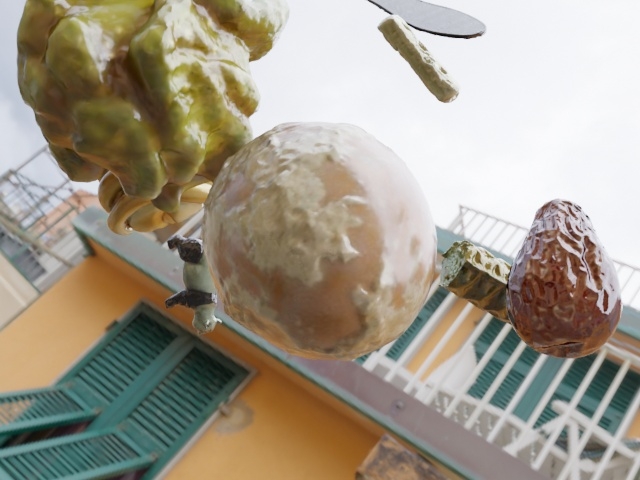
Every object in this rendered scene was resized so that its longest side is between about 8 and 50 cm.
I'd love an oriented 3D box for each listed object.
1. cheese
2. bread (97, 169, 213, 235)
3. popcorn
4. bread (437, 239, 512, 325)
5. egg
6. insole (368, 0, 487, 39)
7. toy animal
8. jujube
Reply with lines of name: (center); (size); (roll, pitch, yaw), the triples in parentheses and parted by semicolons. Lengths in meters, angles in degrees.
cheese: (0.176, -0.323, 1.231); (0.194, 0.065, 0.043); (50, -60, 8)
bread: (-0.253, -0.148, 1.042); (0.121, 0.173, 0.311); (63, 8, -47)
popcorn: (-0.170, -0.202, 0.780); (0.290, 0.326, 0.321); (60, -24, 29)
bread: (0.346, 0.095, 1.301); (0.270, 0.098, 0.087); (27, -34, -18)
egg: (0.000, 0.000, 0.570); (0.233, 0.195, 0.194); (47, -16, 49)
insole: (0.180, -0.437, 1.301); (0.309, 0.110, 0.012); (41, -30, 37)
toy animal: (-0.273, 0.099, 1.536); (0.121, 0.094, 0.224); (4, -87, 34)
jujube: (0.362, 0.055, 1.036); (0.168, 0.236, 0.168); (6, -24, 3)
